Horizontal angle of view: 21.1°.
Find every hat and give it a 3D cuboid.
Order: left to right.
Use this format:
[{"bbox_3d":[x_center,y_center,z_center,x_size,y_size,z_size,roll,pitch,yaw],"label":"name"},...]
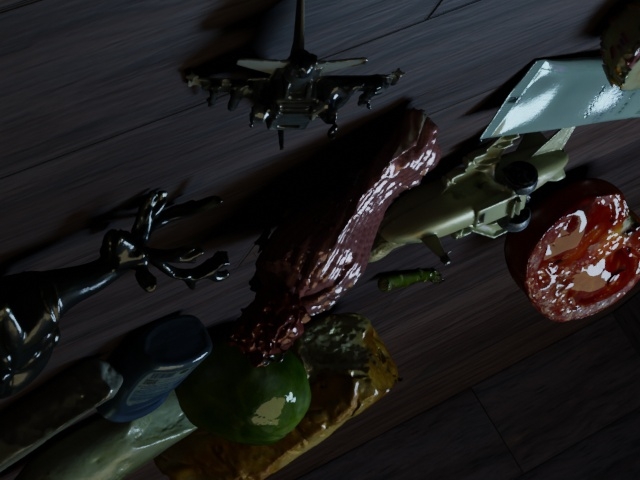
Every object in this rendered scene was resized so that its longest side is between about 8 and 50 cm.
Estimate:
[{"bbox_3d":[0.000,0.000,1.682,0.286,0.107,0.236,-52,174,-19],"label":"hat"}]

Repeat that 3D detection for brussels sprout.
[{"bbox_3d":[-0.092,0.181,2.094,0.162,0.143,0.181,-18,169,13],"label":"brussels sprout"}]

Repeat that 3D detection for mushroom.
[{"bbox_3d":[-0.250,0.254,2.160,0.333,0.087,0.107,-30,172,-21],"label":"mushroom"}]

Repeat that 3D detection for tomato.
[{"bbox_3d":[0.354,-0.002,2.470,0.200,0.139,0.233,-38,133,1],"label":"tomato"}]

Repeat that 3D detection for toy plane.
[{"bbox_3d":[-0.023,-0.106,1.288,0.160,0.082,0.234,-2,161,-8],"label":"toy plane"},{"bbox_3d":[0.183,-0.055,1.961,0.256,0.104,0.242,-33,155,-22],"label":"toy plane"}]

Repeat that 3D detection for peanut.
[{"bbox_3d":[0.077,0.000,2.046,0.083,0.037,0.037,-40,165,26],"label":"peanut"}]

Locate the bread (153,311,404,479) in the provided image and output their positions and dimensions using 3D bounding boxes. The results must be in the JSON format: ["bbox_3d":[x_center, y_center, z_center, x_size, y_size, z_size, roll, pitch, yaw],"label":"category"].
[{"bbox_3d":[-0.063,0.223,2.337,0.344,0.149,0.195,-35,179,14],"label":"bread"}]

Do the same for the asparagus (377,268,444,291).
[{"bbox_3d":[0.131,0.054,2.415,0.025,0.024,0.248,-29,171,20],"label":"asparagus"}]

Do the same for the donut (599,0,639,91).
[{"bbox_3d":[0.359,-0.225,1.765,0.175,0.068,0.174,-29,165,-9],"label":"donut"}]

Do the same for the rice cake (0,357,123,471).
[{"bbox_3d":[-0.328,0.210,1.858,0.256,0.052,0.057,-33,-158,9],"label":"rice cake"}]

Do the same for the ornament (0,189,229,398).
[{"bbox_3d":[-0.186,0.043,1.482,0.236,0.080,0.202,-27,163,-20],"label":"ornament"}]

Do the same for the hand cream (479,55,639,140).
[{"bbox_3d":[0.296,-0.161,1.886,0.321,0.067,0.109,-12,145,-49],"label":"hand cream"}]

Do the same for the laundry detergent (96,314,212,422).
[{"bbox_3d":[-0.198,0.154,1.936,0.097,0.061,0.206,-25,167,-36],"label":"laundry detergent"}]
